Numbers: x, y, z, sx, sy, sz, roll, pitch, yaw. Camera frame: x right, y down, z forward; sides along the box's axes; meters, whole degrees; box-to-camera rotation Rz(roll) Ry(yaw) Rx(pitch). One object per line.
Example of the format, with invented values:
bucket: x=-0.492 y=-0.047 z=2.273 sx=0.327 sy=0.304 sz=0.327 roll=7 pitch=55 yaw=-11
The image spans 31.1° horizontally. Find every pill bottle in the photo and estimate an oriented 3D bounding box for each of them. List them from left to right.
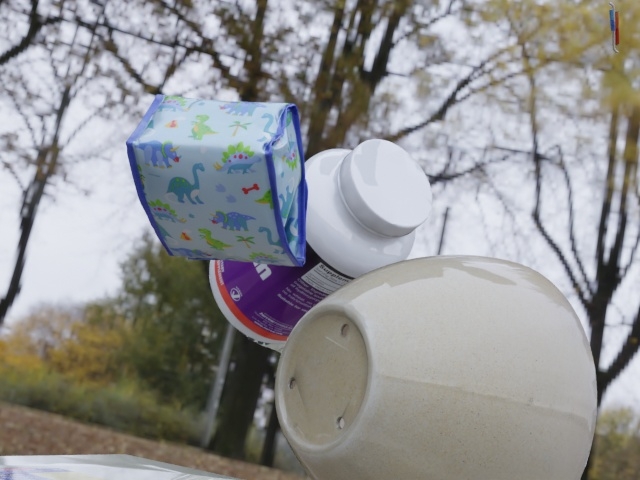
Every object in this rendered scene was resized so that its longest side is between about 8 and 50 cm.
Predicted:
pill bottle: x=0.000 y=0.000 z=1.511 sx=0.181 sy=0.182 sz=0.323 roll=21 pitch=-38 yaw=-26

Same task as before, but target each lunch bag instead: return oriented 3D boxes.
lunch bag: x=-0.080 y=-0.042 z=0.976 sx=0.128 sy=0.096 sz=0.151 roll=5 pitch=-51 yaw=15

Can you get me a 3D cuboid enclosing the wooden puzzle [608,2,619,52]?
wooden puzzle: x=0.427 y=-0.308 z=1.662 sx=0.014 sy=0.079 sz=0.116 roll=-5 pitch=15 yaw=16

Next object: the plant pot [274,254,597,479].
plant pot: x=0.072 y=0.137 z=1.022 sx=0.191 sy=0.284 sz=0.284 roll=15 pitch=-15 yaw=-37

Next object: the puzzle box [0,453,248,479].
puzzle box: x=-0.308 y=0.336 z=1.550 sx=0.272 sy=0.052 sz=0.409 roll=4 pitch=-6 yaw=34

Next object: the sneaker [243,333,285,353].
sneaker: x=-0.028 y=0.141 z=1.767 sx=0.283 sy=0.110 sz=0.122 roll=43 pitch=10 yaw=36
